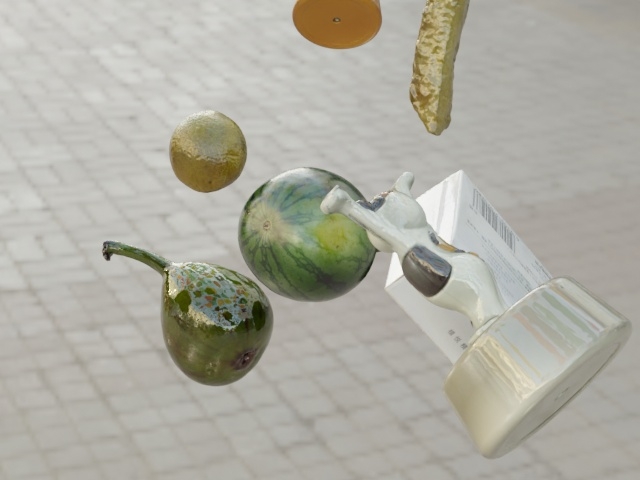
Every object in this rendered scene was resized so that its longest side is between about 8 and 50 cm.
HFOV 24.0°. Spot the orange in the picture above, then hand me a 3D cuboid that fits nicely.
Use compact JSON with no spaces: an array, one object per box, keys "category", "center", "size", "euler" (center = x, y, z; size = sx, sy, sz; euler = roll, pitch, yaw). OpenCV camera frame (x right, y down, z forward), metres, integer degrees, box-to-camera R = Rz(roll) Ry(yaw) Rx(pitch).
[{"category":"orange","center":[-0.122,-0.098,1.622],"size":[0.085,0.085,0.095],"euler":[-3,50,-10]}]

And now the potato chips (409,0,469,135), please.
[{"category":"potato chips","center":[0.177,-0.331,1.818],"size":[0.080,0.407,0.057],"euler":[24,15,31]}]

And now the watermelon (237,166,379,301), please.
[{"category":"watermelon","center":[0.000,0.000,1.565],"size":[0.140,0.141,0.187],"euler":[19,-1,40]}]

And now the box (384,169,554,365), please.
[{"category":"box","center":[0.218,0.077,1.973],"size":[0.116,0.274,0.203],"euler":[-33,21,25]}]

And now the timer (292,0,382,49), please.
[{"category":"timer","center":[0.029,-0.380,2.224],"size":[0.132,0.132,0.152],"euler":[3,57,4]}]

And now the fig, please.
[{"category":"fig","center":[-0.172,0.071,2.004],"size":[0.151,0.151,0.259],"euler":[-18,55,-42]}]

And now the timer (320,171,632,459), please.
[{"category":"timer","center":[0.127,0.043,1.353],"size":[0.266,0.175,0.175],"euler":[48,40,18]}]
